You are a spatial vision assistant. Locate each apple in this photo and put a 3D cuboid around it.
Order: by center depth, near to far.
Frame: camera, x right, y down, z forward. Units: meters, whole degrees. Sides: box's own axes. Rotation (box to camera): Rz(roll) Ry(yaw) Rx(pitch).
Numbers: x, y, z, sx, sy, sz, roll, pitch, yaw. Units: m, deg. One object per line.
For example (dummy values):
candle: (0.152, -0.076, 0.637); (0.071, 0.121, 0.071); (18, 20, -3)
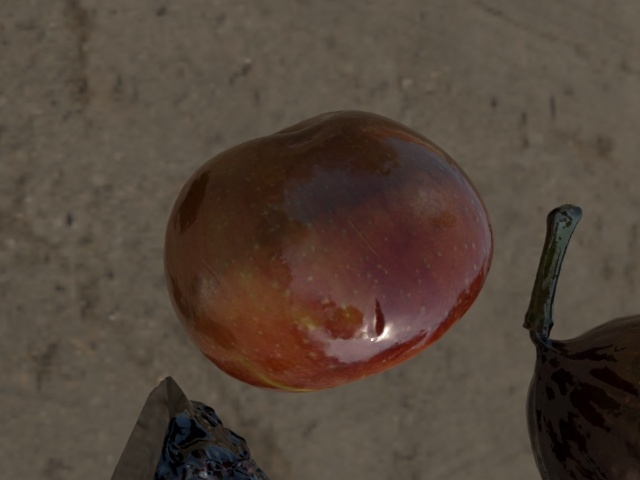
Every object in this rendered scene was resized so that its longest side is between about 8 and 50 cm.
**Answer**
apple: (0.000, 0.000, 0.962); (0.162, 0.201, 0.201); (61, 35, -12)

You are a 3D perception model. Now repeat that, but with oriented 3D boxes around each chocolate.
chocolate: (-0.074, 0.192, 1.071); (0.133, 0.156, 0.156); (24, 59, -14)

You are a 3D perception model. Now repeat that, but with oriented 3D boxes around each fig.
fig: (0.214, 0.125, 1.114); (0.249, 0.204, 0.186); (30, 64, -8)
